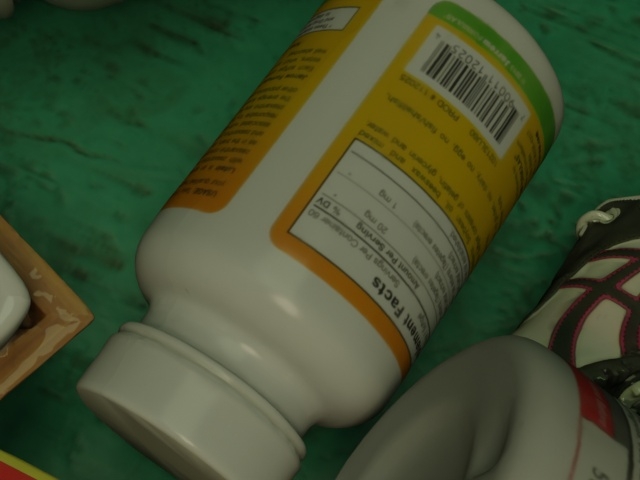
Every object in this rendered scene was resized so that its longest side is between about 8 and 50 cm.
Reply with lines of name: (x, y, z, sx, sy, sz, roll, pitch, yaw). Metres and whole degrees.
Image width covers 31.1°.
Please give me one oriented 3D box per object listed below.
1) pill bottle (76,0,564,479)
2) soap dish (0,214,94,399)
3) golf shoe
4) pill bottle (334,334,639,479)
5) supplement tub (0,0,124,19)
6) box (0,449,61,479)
pill bottle: (0.000, 0.000, 0.542, 0.136, 0.136, 0.246, 32, 69, 9)
soap dish: (-0.282, 0.018, 0.523, 0.291, 0.118, 0.229, 43, 71, 13)
golf shoe: (0.144, 0.049, 0.569, 0.272, 0.105, 0.120, -19, 49, -13)
pill bottle: (0.135, 0.177, 0.433, 0.283, 0.161, 0.161, 36, 68, -10)
supplement tub: (-0.085, -0.257, 0.592, 0.316, 0.228, 0.228, -27, 72, -15)
box: (-0.061, 0.172, 0.475, 0.232, 0.058, 0.087, 31, 67, -9)
